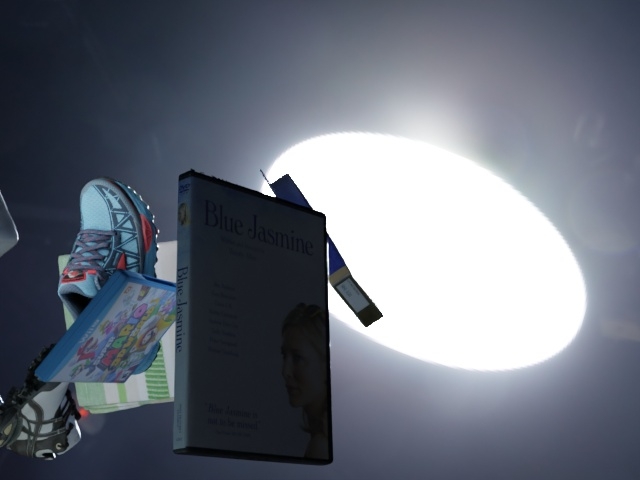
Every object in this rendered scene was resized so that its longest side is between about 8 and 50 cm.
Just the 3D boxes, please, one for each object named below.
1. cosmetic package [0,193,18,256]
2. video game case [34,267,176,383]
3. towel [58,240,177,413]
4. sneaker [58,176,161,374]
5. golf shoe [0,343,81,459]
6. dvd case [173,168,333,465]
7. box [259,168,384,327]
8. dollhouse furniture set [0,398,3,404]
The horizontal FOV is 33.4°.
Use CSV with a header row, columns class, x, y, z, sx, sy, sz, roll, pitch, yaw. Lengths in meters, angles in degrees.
class,x,y,z,sx,sy,sz,roll,pitch,yaw
cosmetic package,-0.589,-0.095,1.090,0.327,0.394,0.329,-32,-17,20
video game case,-0.186,0.084,0.996,0.015,0.119,0.166,40,3,16
towel,-0.227,0.124,1.604,0.324,0.248,0.038,-8,-1,13
sneaker,-0.274,0.041,1.355,0.104,0.262,0.125,-16,-11,30
golf shoe,-0.295,0.183,1.177,0.093,0.077,0.198,32,-42,-13
dvd case,-0.058,0.075,0.984,0.022,0.253,0.180,-18,-24,42
box,0.000,0.000,1.410,0.225,0.036,0.136,56,3,35
dollhouse furniture set,-0.783,0.311,1.958,0.198,0.286,0.303,14,-39,25
